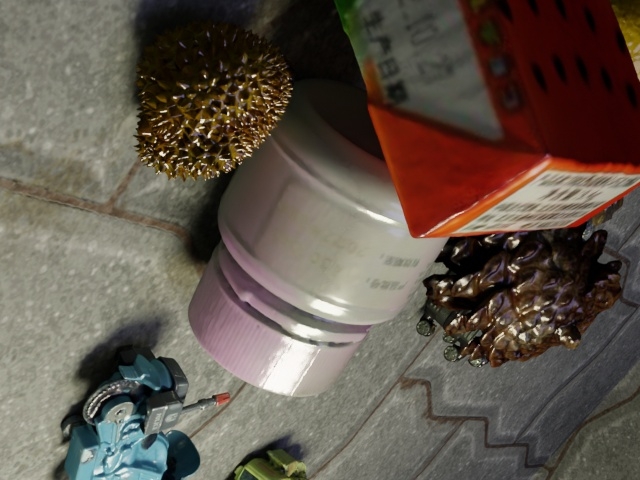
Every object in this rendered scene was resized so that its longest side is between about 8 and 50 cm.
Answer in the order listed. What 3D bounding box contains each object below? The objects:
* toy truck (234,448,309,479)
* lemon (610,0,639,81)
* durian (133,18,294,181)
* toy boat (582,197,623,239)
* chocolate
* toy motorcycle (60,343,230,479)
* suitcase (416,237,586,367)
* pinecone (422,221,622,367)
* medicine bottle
[{"bbox_3d":[-0.074,0.407,1.793,0.116,0.085,0.191,-59,154,2],"label":"toy truck"},{"bbox_3d":[0.380,-0.256,1.442,0.192,0.192,0.231,-50,126,5],"label":"lemon"},{"bbox_3d":[-0.103,-0.134,1.010,0.168,0.137,0.158,-30,169,-13],"label":"durian"},{"bbox_3d":[0.459,-0.100,1.840,0.089,0.121,0.321,-37,151,-7],"label":"toy boat"},{"bbox_3d":[0.192,-0.187,1.111,0.161,0.341,0.360,-25,168,36],"label":"chocolate"},{"bbox_3d":[-0.226,0.248,1.342,0.182,0.123,0.272,-9,136,-35],"label":"toy motorcycle"},{"bbox_3d":[0.320,0.076,1.862,0.312,0.128,0.202,-51,154,7],"label":"suitcase"},{"bbox_3d":[0.290,0.043,1.628,0.298,0.295,0.242,-24,179,-20],"label":"pinecone"},{"bbox_3d":[0.000,0.000,1.200,0.241,0.241,0.302,-6,132,-51],"label":"medicine bottle"}]
